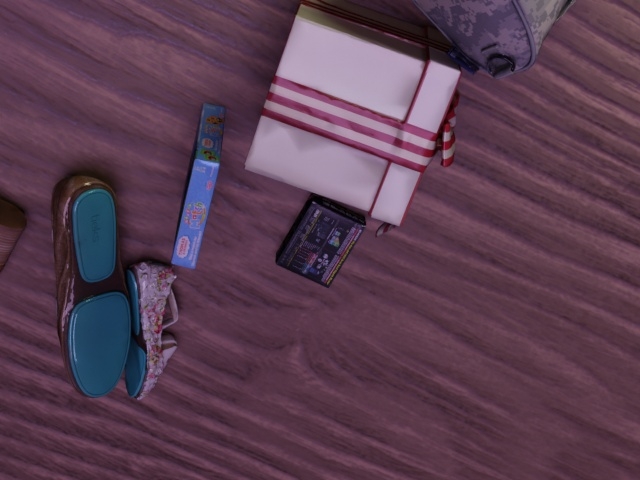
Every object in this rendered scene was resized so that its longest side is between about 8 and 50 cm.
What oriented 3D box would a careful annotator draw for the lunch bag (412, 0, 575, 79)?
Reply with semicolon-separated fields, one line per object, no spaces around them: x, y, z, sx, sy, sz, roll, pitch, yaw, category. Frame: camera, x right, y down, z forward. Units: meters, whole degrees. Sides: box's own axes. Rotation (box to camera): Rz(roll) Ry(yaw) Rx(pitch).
0.242;-0.385;1.652;0.256;0.213;0.305;49;64;-20;lunch bag

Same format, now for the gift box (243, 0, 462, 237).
0.054;-0.168;1.792;0.258;0.255;0.276;18;116;-3;gift box

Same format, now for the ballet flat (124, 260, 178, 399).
-0.255;0.139;2.023;0.077;0.091;0.240;-9;123;-25;ballet flat

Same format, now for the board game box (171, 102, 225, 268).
-0.169;-0.080;1.841;0.039;0.211;0.160;12;115;-7;board game box

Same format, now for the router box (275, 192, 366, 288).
0.000;0.000;1.982;0.092;0.038;0.122;26;113;-13;router box

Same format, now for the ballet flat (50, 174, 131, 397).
-0.353;0.061;1.957;0.116;0.124;0.342;-16;116;-31;ballet flat

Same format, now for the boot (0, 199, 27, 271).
-0.596;-0.002;1.917;0.283;0.109;0.220;22;121;-36;boot
